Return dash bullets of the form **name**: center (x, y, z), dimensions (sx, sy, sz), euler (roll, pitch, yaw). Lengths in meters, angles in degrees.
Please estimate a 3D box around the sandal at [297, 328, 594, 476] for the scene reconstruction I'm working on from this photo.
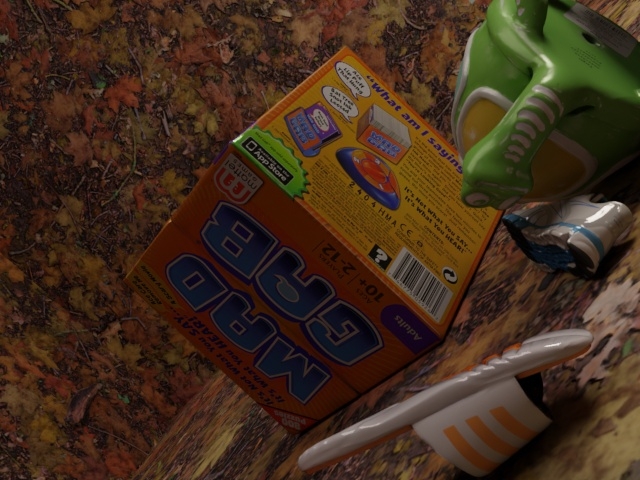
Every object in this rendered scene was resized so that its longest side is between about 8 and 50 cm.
- **sandal**: center (0.103, 0.149, 0.581), dimensions (0.265, 0.076, 0.102), euler (-33, -14, 26)

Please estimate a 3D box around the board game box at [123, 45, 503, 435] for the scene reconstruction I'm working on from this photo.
- **board game box**: center (0.000, 0.000, 1.133), dimensions (0.356, 0.356, 0.356), euler (-44, 5, 42)

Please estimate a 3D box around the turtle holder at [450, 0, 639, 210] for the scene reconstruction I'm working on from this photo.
- **turtle holder**: center (0.267, -0.144, 0.842), dimensions (0.320, 0.243, 0.227), euler (-88, 22, -48)

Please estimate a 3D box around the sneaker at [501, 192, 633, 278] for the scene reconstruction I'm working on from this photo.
- **sneaker**: center (0.253, -0.013, 0.756), dimensions (0.083, 0.071, 0.191), euler (-40, 11, -3)
